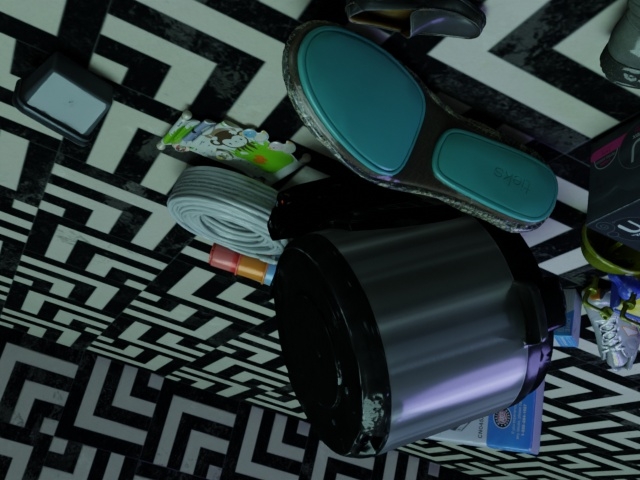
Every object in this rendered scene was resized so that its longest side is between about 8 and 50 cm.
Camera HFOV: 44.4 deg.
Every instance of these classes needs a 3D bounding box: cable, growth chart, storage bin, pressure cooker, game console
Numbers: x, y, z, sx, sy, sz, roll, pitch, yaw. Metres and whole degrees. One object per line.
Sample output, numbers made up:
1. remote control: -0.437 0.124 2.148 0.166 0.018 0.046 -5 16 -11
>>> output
1. cable: -0.155 -0.051 1.459 0.257 0.089 0.257 18 163 0
2. growth chart: -0.147 -0.156 1.337 0.237 0.021 0.172 19 156 -18
3. storage bin: -0.396 -0.231 1.235 0.091 0.098 0.135 -37 130 25
4. pressure cooker: 0.169 0.128 1.286 0.420 0.370 0.375 -13 136 -21
5. game console: 0.000 0.000 1.396 0.213 0.044 0.361 -9 151 -22

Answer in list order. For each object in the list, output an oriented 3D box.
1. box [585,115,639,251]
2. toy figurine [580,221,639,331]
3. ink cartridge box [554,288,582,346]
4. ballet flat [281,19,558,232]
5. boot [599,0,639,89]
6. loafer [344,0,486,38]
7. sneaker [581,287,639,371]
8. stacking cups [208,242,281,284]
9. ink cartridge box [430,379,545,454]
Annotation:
1. box: 0.518 -0.056 1.054 0.270 0.143 0.165 22 153 -18
2. toy figurine: 0.560 0.113 1.367 0.362 0.191 0.217 18 160 -8
3. ink cartridge box: 0.435 0.157 1.611 0.181 0.104 0.061 -3 151 32
4. ballet flat: 0.119 -0.138 1.102 0.483 0.164 0.182 25 174 -27
5. boot: 0.434 -0.220 0.827 0.246 0.083 0.161 10 150 4
6. loafer: 0.110 -0.261 0.922 0.170 0.061 0.062 13 155 0
7. sneaker: 0.590 0.183 1.567 0.099 0.121 0.262 -6 150 35
8. stacking cups: -0.088 0.074 1.718 0.316 0.096 0.096 14 156 -1
9. ink cartridge box: 0.294 0.308 1.765 0.395 0.285 0.166 2 166 23
